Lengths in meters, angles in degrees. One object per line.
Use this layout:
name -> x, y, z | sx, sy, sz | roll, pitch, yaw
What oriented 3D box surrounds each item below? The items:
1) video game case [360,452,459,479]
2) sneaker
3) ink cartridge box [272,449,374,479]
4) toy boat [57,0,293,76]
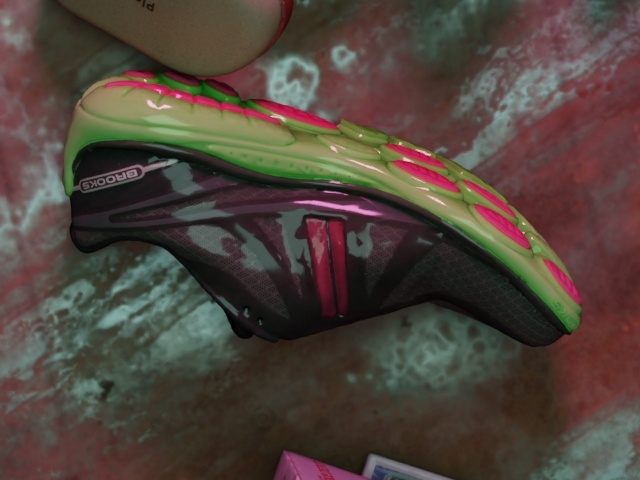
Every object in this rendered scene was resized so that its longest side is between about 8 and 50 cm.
video game case -> 0.111, 0.314, 1.839 | 0.201, 0.023, 0.183 | 19, 90, -6
sneaker -> 0.000, 0.000, 1.761 | 0.483, 0.185, 0.202 | 19, 106, -3
ink cartridge box -> 0.082, 0.289, 1.723 | 0.273, 0.197, 0.114 | 21, 90, -6
toy boat -> -0.124, -0.252, 1.744 | 0.231, 0.151, 0.151 | 30, 49, 9
